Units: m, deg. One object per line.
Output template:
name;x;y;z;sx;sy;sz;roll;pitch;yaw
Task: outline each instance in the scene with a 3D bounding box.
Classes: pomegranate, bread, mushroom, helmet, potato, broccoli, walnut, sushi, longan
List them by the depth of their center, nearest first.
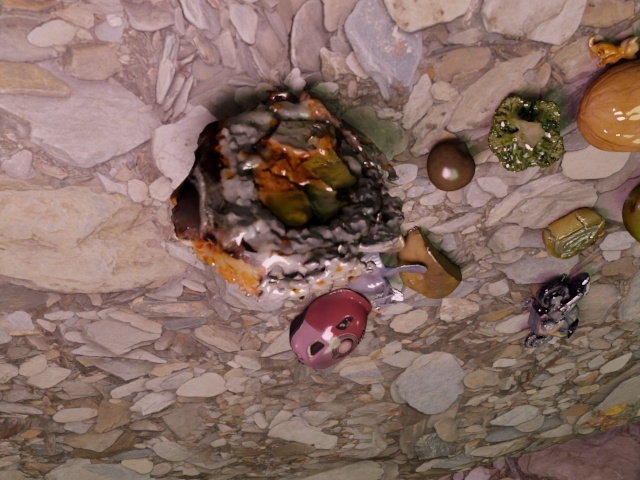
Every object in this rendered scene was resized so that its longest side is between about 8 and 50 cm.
sushi;-0.048;-0.075;0.909;0.418;0.417;0.176;0;151;-9
walnut;0.625;-0.261;0.983;0.226;0.193;0.193;-9;135;-3
broccoli;0.419;-0.221;1.033;0.146;0.138;0.162;-14;95;15
longan;0.283;-0.161;1.088;0.113;0.092;0.113;0;110;1
pomegranate;0.817;-0.086;1.188;0.159;0.190;0.240;11;138;15
mushroom;0.109;-0.001;1.248;0.202;0.054;0.059;1;128;-3
bread;0.658;-0.017;1.306;0.117;0.064;0.156;29;125;-33
potato;0.272;0.084;1.322;0.138;0.098;0.243;-34;129;24
helmet;0.028;0.270;1.427;0.253;0.154;0.198;-31;130;26

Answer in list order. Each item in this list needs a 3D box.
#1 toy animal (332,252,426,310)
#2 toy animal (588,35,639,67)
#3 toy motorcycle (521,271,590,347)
toy animal;0.128;0.086;1.261;0.255;0.176;0.239;-23;145;-3
toy animal;0.565;-0.372;0.962;0.083;0.060;0.081;-32;94;20
toy motorcycle;0.711;0.219;1.523;0.173;0.108;0.307;-14;134;-8
